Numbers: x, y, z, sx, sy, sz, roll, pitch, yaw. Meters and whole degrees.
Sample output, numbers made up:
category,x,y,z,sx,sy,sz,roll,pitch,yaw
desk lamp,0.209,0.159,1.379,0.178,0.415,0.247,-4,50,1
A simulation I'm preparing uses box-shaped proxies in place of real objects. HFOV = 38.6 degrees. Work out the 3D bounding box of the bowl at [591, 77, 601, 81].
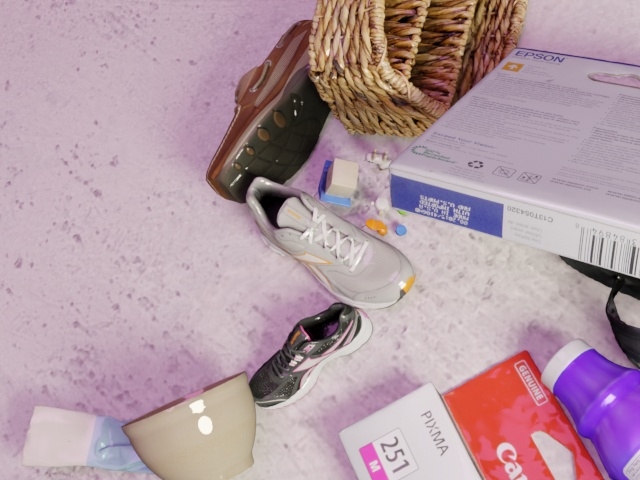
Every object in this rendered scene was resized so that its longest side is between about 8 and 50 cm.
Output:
category,x,y,z,sx,sy,sz,roll,pitch,yaw
bowl,0.301,-0.114,1.136,0.170,0.080,0.170,-10,61,17

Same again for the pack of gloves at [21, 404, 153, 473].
category,x,y,z,sx,sy,sz,roll,pitch,yaw
pack of gloves,-0.280,0.322,1.185,0.232,0.046,0.195,2,65,12

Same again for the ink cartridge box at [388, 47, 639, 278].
category,x,y,z,sx,sy,sz,roll,pitch,yaw
ink cartridge box,0.295,-0.099,1.008,0.324,0.071,0.330,17,40,30

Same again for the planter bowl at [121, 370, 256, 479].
category,x,y,z,sx,sy,sz,roll,pitch,yaw
planter bowl,-0.144,0.240,1.106,0.162,0.162,0.109,-24,87,10

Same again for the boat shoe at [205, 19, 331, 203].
category,x,y,z,sx,sy,sz,roll,pitch,yaw
boat shoe,-0.061,-0.195,1.319,0.120,0.122,0.324,21,66,36

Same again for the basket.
category,x,y,z,sx,sy,sz,roll,pitch,yaw
basket,0.137,-0.305,1.225,0.223,0.213,0.299,8,68,27

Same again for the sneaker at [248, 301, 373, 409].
category,x,y,z,sx,sy,sz,roll,pitch,yaw
sneaker,-0.024,0.134,1.144,0.178,0.077,0.072,-42,55,-1

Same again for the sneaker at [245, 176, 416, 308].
category,x,y,z,sx,sy,sz,roll,pitch,yaw
sneaker,0.000,0.000,1.178,0.262,0.121,0.099,26,77,31

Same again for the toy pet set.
category,x,y,z,sx,sy,sz,roll,pitch,yaw
toy pet set,0.058,-0.063,1.238,0.114,0.065,0.122,12,68,-10

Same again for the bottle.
category,x,y,z,sx,sy,sz,roll,pitch,yaw
bottle,0.350,0.215,0.935,0.118,0.092,0.283,-44,56,-4

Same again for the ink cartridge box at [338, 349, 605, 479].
category,x,y,z,sx,sy,sz,roll,pitch,yaw
ink cartridge box,0.180,0.276,0.996,0.239,0.060,0.275,-31,56,7

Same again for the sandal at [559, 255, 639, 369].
category,x,y,z,sx,sy,sz,roll,pitch,yaw
sandal,0.415,0.121,0.916,0.446,0.167,0.107,33,86,32
